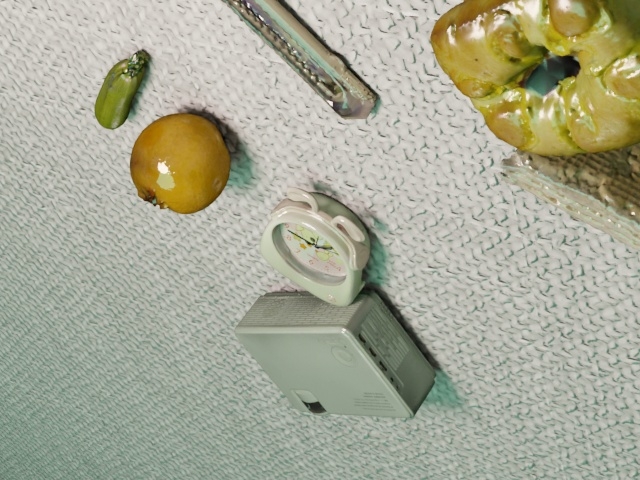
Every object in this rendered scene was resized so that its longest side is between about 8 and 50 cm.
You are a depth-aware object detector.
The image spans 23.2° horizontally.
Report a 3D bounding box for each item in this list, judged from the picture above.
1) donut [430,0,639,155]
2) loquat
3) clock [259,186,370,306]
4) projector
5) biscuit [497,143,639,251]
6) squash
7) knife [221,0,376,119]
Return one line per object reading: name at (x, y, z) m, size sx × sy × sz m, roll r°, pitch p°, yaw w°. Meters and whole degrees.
donut at (0.240, -0.185, 1.502) m, size 0.261 × 0.128 × 0.208 m, roll -9°, pitch 128°, yaw 52°
loquat at (-0.187, -0.103, 2.074) m, size 0.141 × 0.141 × 0.141 m, roll 27°, pitch 149°, yaw 18°
clock at (0.000, 0.000, 2.086) m, size 0.151 × 0.062 × 0.191 m, roll 33°, pitch 150°, yaw 9°
projector at (0.024, 0.162, 2.254) m, size 0.257 × 0.099 × 0.192 m, roll -4°, pitch 130°, yaw 49°
biscuit at (0.314, -0.057, 1.624) m, size 0.239 × 0.108 × 0.061 m, roll 29°, pitch 147°, yaw 15°
squash at (-0.271, -0.201, 2.104) m, size 0.052 × 0.052 × 0.183 m, roll 38°, pitch 151°, yaw -2°
knife at (-0.070, -0.268, 1.805) m, size 0.365 × 0.043 × 0.089 m, roll 46°, pitch 150°, yaw -16°
